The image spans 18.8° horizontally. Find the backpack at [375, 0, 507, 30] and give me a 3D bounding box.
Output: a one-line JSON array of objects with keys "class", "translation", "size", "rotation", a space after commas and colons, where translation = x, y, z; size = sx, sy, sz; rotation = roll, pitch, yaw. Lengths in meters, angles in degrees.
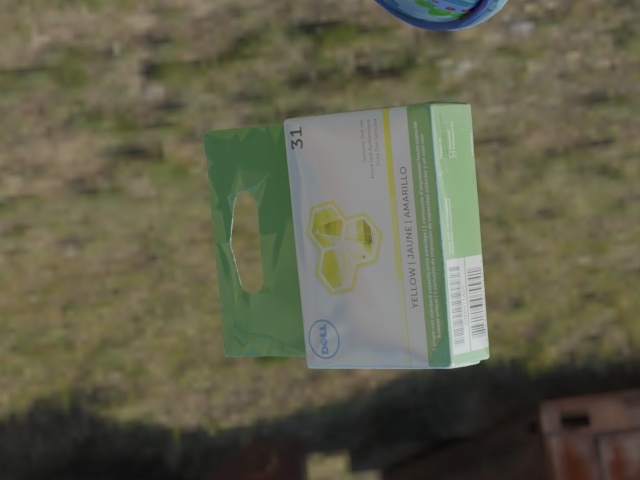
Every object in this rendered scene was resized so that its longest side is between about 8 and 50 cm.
[{"class": "backpack", "translation": [0.058, -0.239, 0.812], "size": [0.273, 0.290, 0.355], "rotation": [-54, 172, 10]}]

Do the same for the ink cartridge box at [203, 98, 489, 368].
[{"class": "ink cartridge box", "translation": [0.000, 0.000, 1.300], "size": [0.235, 0.171, 0.056], "rotation": [-3, -177, 37]}]
